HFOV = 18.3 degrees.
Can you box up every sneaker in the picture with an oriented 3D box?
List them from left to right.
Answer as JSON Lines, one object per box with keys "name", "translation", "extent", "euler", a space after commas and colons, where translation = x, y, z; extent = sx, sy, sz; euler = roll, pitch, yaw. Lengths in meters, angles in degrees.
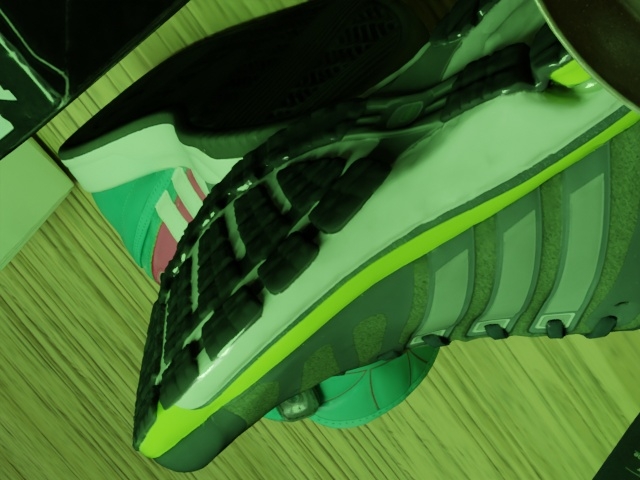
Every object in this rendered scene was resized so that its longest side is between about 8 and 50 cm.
{"name": "sneaker", "translation": [0.000, 0.000, 0.881], "extent": [0.178, 0.124, 0.295], "euler": [53, 160, -16]}
{"name": "sneaker", "translation": [0.053, 0.002, 0.693], "extent": [0.300, 0.111, 0.121], "euler": [-36, 118, 24]}

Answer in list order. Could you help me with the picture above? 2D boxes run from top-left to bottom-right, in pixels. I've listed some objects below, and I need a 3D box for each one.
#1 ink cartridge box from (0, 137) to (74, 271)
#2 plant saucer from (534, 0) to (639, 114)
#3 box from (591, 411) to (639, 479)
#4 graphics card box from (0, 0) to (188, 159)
{"name": "ink cartridge box", "translation": [-0.285, -0.073, 1.199], "extent": [0.237, 0.100, 0.172], "euler": [49, 154, -15]}
{"name": "plant saucer", "translation": [0.136, -0.103, 0.552], "extent": [0.168, 0.029, 0.168], "euler": [8, 118, 15]}
{"name": "box", "translation": [0.132, 0.205, 0.937], "extent": [0.108, 0.207, 0.153], "euler": [35, 155, 13]}
{"name": "graphics card box", "translation": [-0.098, -0.105, 0.720], "extent": [0.094, 0.233, 0.371], "euler": [49, 154, -8]}
